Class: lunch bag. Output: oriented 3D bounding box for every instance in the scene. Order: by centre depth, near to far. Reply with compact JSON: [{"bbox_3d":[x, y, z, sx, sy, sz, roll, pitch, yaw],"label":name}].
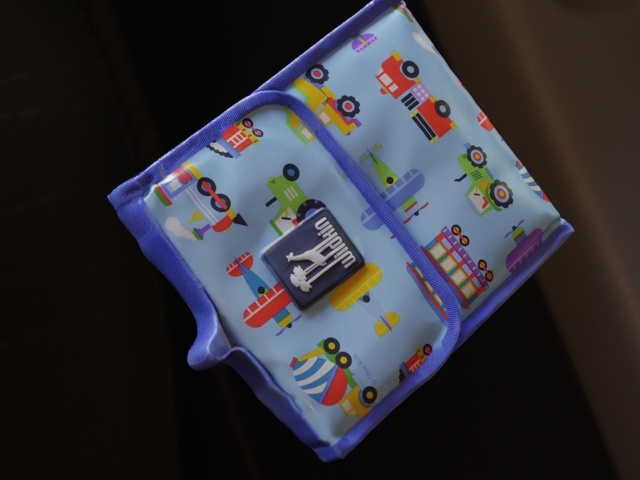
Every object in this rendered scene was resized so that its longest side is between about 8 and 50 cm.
[{"bbox_3d":[0.000,0.000,1.073,0.221,0.138,0.293,53,48,-5],"label":"lunch bag"}]
